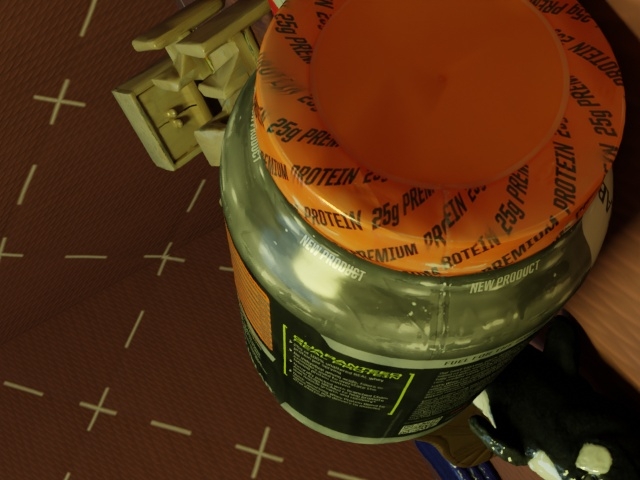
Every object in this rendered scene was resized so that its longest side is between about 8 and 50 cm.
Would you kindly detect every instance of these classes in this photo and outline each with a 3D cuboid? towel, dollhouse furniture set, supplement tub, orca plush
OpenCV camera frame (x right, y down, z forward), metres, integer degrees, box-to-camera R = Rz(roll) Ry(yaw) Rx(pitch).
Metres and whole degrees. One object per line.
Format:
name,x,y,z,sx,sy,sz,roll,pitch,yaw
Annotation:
towel,0.272,0.432,1.486,0.227,0.076,0.308,52,171,19
dollhouse furniture set,-0.106,-0.218,1.226,0.394,0.256,0.362,20,144,49
supplement tub,0.046,-0.001,0.488,0.207,0.207,0.338,59,166,20
orca plush,0.195,0.109,0.639,0.151,0.102,0.287,17,-167,-7

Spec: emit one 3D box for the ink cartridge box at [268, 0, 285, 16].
ink cartridge box,0.007,-0.206,0.598,0.134,0.078,0.231,59,174,28

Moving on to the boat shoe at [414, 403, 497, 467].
boat shoe,0.153,0.180,0.990,0.342,0.123,0.123,47,-162,-49
